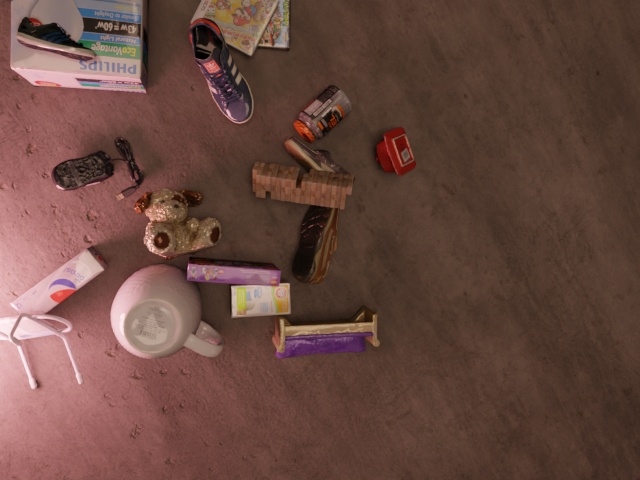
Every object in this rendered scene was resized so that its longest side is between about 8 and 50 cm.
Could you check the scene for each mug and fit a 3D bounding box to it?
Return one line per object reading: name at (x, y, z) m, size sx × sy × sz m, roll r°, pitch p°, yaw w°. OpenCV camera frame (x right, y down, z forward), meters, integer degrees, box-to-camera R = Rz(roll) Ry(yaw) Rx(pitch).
mug at (-0.471, 0.253, 1.695) m, size 0.374 × 0.328 × 0.276 m, roll 32°, pitch 88°, yaw -13°

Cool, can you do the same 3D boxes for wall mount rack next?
wall mount rack at (-0.899, 0.338, 1.663) m, size 0.350 × 0.130 × 0.304 m, roll -10°, pitch 142°, yaw 21°

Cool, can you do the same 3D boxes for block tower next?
block tower at (-0.061, -0.185, 1.815) m, size 0.336 × 0.091 × 0.097 m, roll 7°, pitch 129°, yaw 2°

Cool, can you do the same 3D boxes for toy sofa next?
toy sofa at (0.017, 0.339, 1.904) m, size 0.363 × 0.150 × 0.177 m, roll -1°, pitch 94°, yaw -13°

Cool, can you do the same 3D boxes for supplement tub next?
supplement tub at (0.006, -0.431, 1.849) m, size 0.190 × 0.117 × 0.117 m, roll -44°, pitch 102°, yaw -5°

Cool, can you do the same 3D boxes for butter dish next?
butter dish at (0.250, -0.307, 1.921) m, size 0.160 × 0.118 × 0.159 m, roll -32°, pitch 104°, yaw -50°

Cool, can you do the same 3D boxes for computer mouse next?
computer mouse at (-0.711, -0.202, 1.743) m, size 0.262 × 0.060 × 0.184 m, roll -31°, pitch 97°, yaw -20°

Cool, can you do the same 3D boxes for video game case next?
video game case at (-0.282, -0.753, 1.777) m, size 0.227 × 0.026 × 0.206 m, roll 27°, pitch 93°, yaw -5°

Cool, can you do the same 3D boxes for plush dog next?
plush dog at (-0.487, -0.064, 1.764) m, size 0.263 × 0.211 × 0.225 m, roll -9°, pitch 82°, yaw -39°

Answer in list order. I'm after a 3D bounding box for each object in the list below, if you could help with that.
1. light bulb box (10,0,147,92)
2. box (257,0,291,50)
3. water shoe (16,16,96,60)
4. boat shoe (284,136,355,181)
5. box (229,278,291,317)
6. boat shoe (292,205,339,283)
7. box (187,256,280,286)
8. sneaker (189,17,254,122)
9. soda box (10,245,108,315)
light bulb box at (-0.706, -0.654, 1.615) m, size 0.358 × 0.225 × 0.360 m, roll 1°, pitch 94°, yaw -13°
box at (-0.158, -0.756, 1.824) m, size 0.114 × 0.036 × 0.206 m, roll 0°, pitch 95°, yaw -13°
water shoe at (-0.718, -0.553, 1.469) m, size 0.203 × 0.073 × 0.080 m, roll 11°, pitch 91°, yaw -14°
boat shoe at (0.002, -0.272, 1.875) m, size 0.285 × 0.103 × 0.092 m, roll 39°, pitch 81°, yaw -17°
box at (-0.209, 0.197, 1.864) m, size 0.203 × 0.103 × 0.114 m, roll -1°, pitch 96°, yaw -12°
boat shoe at (0.000, 0.000, 1.898) m, size 0.120 × 0.123 × 0.323 m, roll 26°, pitch 81°, yaw -46°
box at (-0.291, 0.102, 1.788) m, size 0.294 × 0.201 × 0.057 m, roll 5°, pitch 94°, yaw -13°
sneaker at (-0.328, -0.540, 1.729) m, size 0.131 × 0.148 × 0.349 m, roll -23°, pitch 103°, yaw 10°
soda box at (-0.830, 0.140, 1.725) m, size 0.286 × 0.098 × 0.091 m, roll -38°, pitch 102°, yaw -8°
